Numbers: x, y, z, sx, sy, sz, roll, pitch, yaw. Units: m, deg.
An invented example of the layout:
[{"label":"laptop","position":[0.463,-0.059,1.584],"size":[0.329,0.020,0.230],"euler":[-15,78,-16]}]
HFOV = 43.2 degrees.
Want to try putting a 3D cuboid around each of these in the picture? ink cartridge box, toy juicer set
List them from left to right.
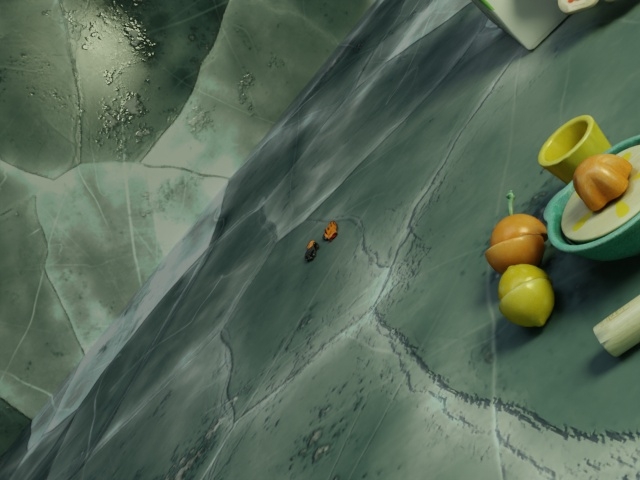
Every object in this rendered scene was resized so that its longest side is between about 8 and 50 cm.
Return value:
[{"label":"ink cartridge box","position":[0.292,-0.443,1.337],"size":[0.115,0.198,0.273],"euler":[-44,17,17]},{"label":"toy juicer set","position":[0.234,-0.010,0.706],"size":[0.209,0.089,0.329],"euler":[-48,17,4]}]

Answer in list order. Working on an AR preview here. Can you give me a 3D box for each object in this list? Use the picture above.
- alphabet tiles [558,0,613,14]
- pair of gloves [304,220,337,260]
[{"label":"alphabet tiles","position":[0.401,-0.449,1.088],"size":[0.284,0.021,0.277],"euler":[-9,72,38]},{"label":"pair of gloves","position":[0.000,0.000,1.443],"size":[0.083,0.010,0.074],"euler":[-46,17,14]}]
